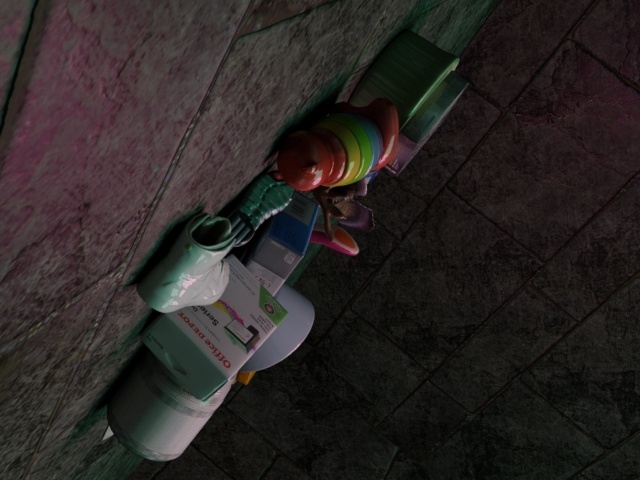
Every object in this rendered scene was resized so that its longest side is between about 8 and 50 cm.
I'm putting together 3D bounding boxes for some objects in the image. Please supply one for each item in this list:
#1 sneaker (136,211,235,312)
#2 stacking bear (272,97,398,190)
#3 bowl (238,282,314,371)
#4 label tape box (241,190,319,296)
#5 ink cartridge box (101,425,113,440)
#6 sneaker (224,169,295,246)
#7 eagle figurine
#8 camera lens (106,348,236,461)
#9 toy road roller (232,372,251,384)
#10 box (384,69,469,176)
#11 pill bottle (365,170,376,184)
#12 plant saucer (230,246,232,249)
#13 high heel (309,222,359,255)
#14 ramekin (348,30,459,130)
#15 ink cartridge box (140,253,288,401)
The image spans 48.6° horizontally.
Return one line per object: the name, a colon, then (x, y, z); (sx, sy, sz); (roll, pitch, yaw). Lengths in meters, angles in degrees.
sneaker: (-0.201, 0.030, 1.296); (0.169, 0.108, 0.292); (-49, 175, 14)
stacking bear: (0.021, -0.188, 1.480); (0.175, 0.164, 0.289); (2, -159, 37)
bowl: (-0.190, 0.213, 2.064); (0.312, 0.163, 0.311); (-21, -147, 14)
label tape box: (-0.142, 0.060, 1.799); (0.333, 0.106, 0.240); (-54, -169, 32)
ink cartridge box: (-0.534, 0.478, 2.066); (0.225, 0.056, 0.181); (-24, 159, -38)
sneaker: (-0.145, -0.066, 1.454); (0.098, 0.083, 0.223); (-19, -159, 51)
eagle figurine: (0.054, -0.132, 2.090); (0.298, 0.225, 0.226); (-11, 120, -66)
camera lens: (-0.361, 0.371, 1.705); (0.274, 0.219, 0.219); (-52, 176, 11)
toy road roller: (-0.258, 0.289, 2.333); (0.240, 0.203, 0.329); (-67, 174, 27)
box: (0.253, -0.284, 1.742); (0.231, 0.056, 0.183); (-50, 175, -21)
pill bottle: (0.137, -0.251, 2.366); (0.123, 0.123, 0.219); (-50, 176, -15)
plant saucer: (-0.184, -0.019, 1.586); (0.192, 0.018, 0.067); (-49, 176, 13)
high heel: (0.000, 0.000, 2.217); (0.117, 0.244, 0.082); (-63, 176, 39)
ramekin: (0.196, -0.375, 1.779); (0.303, 0.148, 0.303); (-51, 176, -5)
ink cartridge box: (-0.229, 0.188, 1.581); (0.117, 0.201, 0.278); (-42, -178, 37)
